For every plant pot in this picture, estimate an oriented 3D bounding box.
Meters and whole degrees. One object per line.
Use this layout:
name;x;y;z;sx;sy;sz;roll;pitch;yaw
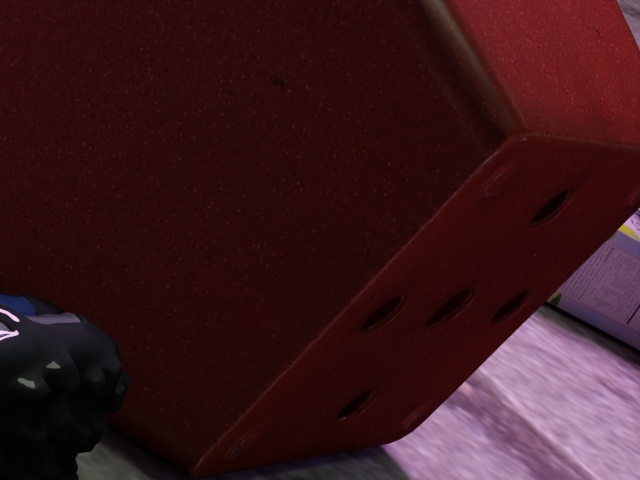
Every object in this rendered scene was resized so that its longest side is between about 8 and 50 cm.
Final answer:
plant pot;-0.018;-0.057;0.787;0.236;0.267;0.267;51;22;19

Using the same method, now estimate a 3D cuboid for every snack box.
snack box;0.188;0.001;1.279;0.207;0.070;0.174;26;19;-12

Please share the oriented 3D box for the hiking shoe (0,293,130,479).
hiking shoe;-0.159;0.038;0.460;0.132;0.113;0.304;38;17;20
